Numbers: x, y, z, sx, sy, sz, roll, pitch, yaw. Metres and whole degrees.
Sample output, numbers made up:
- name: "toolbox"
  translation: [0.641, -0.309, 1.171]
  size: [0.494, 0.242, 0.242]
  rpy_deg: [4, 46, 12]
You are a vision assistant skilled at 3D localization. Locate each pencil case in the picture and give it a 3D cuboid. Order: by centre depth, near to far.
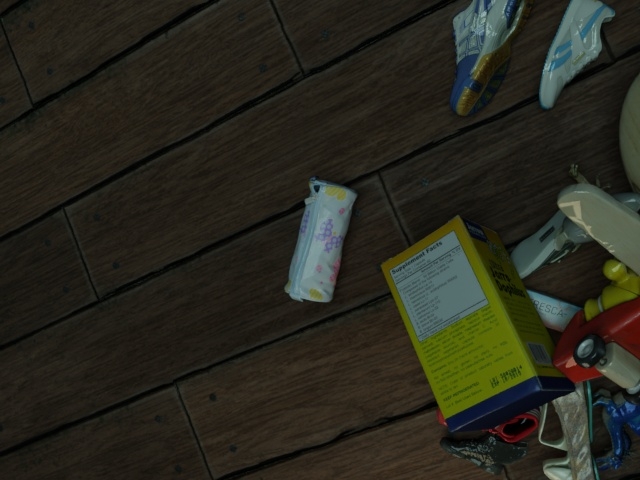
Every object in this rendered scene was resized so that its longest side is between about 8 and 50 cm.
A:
- name: "pencil case"
  translation: [0.000, 0.000, 1.557]
  size: [0.113, 0.124, 0.273]
  rpy_deg: [15, 98, 16]

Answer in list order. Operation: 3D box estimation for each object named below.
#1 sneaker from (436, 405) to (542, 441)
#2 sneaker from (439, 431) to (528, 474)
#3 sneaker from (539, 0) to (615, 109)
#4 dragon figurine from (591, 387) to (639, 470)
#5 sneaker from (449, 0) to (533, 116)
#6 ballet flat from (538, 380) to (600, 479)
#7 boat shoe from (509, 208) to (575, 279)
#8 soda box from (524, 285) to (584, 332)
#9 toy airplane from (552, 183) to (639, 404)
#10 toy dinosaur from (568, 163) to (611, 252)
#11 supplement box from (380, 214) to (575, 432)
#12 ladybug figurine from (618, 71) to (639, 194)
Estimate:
- name: "sneaker"
  translation: [0.344, 0.364, 1.462]
  size: [0.221, 0.128, 0.087]
  rpy_deg: [-11, 89, 18]
- name: "sneaker"
  translation: [0.349, 0.438, 1.508]
  size: [0.170, 0.051, 0.089]
  rpy_deg: [25, 100, 10]
- name: "sneaker"
  translation: [0.500, -0.366, 1.395]
  size: [0.092, 0.087, 0.229]
  rpy_deg: [23, 102, 13]
- name: "dragon figurine"
  translation: [0.633, 0.329, 1.388]
  size: [0.144, 0.085, 0.289]
  rpy_deg: [45, 109, 9]
- name: "sneaker"
  translation: [0.324, -0.405, 1.454]
  size: [0.131, 0.112, 0.296]
  rpy_deg: [29, 100, 32]
- name: "ballet flat"
  translation: [0.489, 0.412, 1.392]
  size: [0.106, 0.107, 0.316]
  rpy_deg: [-8, 94, 10]
- name: "boat shoe"
  translation: [0.466, 0.016, 1.424]
  size: [0.070, 0.078, 0.219]
  rpy_deg: [26, 127, -21]
- name: "soda box"
  translation: [0.458, 0.140, 1.450]
  size: [0.183, 0.058, 0.063]
  rpy_deg: [19, 98, 15]
- name: "toy airplane"
  translation: [0.588, 0.062, 1.200]
  size: [0.384, 0.272, 0.386]
  rpy_deg: [-5, 116, 8]
- name: "toy dinosaur"
  translation: [0.545, -0.070, 1.424]
  size: [0.092, 0.053, 0.183]
  rpy_deg: [0, 106, 35]
- name: "supplement box"
  translation: [0.300, 0.163, 1.362]
  size: [0.194, 0.195, 0.356]
  rpy_deg: [-34, 62, 26]
- name: "ladybug figurine"
  translation: [0.726, -0.148, 1.292]
  size: [0.305, 0.162, 0.449]
  rpy_deg: [-28, 85, 19]
